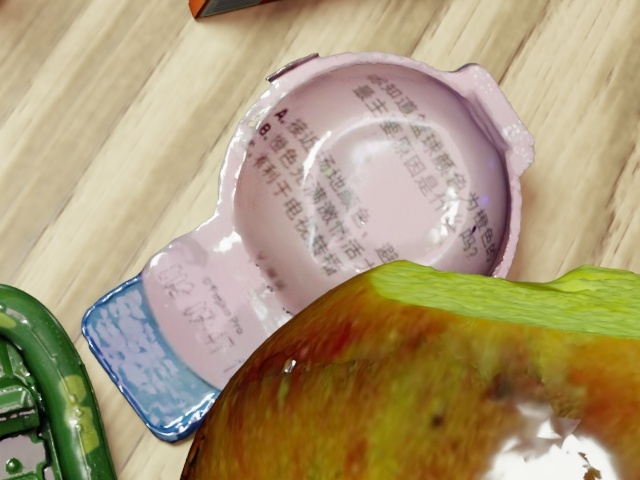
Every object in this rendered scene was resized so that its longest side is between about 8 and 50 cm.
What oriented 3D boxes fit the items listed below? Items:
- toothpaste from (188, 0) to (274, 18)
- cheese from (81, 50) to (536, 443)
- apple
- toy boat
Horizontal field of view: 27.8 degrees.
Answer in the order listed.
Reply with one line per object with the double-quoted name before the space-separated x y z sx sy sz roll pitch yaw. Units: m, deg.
"toothpaste" 0.061 -0.217 0.819 0.320 0.066 0.076 -16 85 -22
"cheese" 0.000 0.000 0.749 0.286 0.074 0.189 -37 90 -9
"apple" 0.129 0.166 0.638 0.374 0.374 0.384 -32 58 -22
"toy boat" -0.159 0.125 0.678 0.104 0.052 0.210 -12 84 -19
